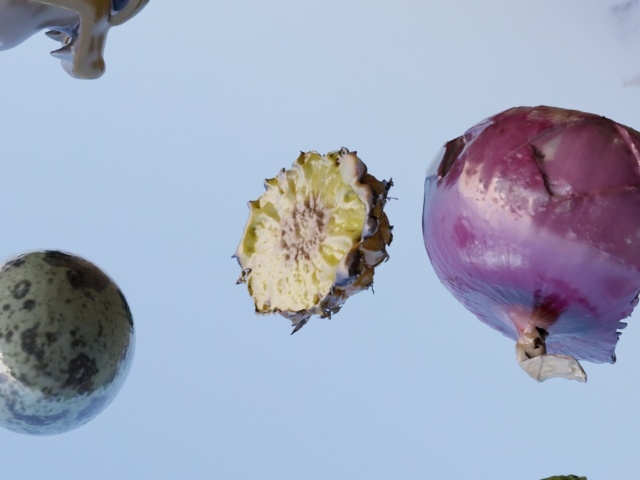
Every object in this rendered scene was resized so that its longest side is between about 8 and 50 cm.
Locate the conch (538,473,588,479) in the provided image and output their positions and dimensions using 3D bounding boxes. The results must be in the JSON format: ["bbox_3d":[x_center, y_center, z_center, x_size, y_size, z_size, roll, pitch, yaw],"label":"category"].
[{"bbox_3d":[0.132,0.200,0.843,0.121,0.089,0.074,-30,-147,-24],"label":"conch"}]

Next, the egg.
[{"bbox_3d":[-0.201,0.076,0.935,0.132,0.132,0.172,28,-167,-16],"label":"egg"}]

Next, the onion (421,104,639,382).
[{"bbox_3d":[0.160,-0.009,0.924,0.200,0.200,0.207,40,-165,14],"label":"onion"}]

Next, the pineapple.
[{"bbox_3d":[0.000,0.000,1.395,0.076,0.225,0.225,26,-159,-41],"label":"pineapple"}]

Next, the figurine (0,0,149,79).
[{"bbox_3d":[-0.334,-0.372,1.306,0.387,0.401,0.268,23,-133,-22],"label":"figurine"}]
